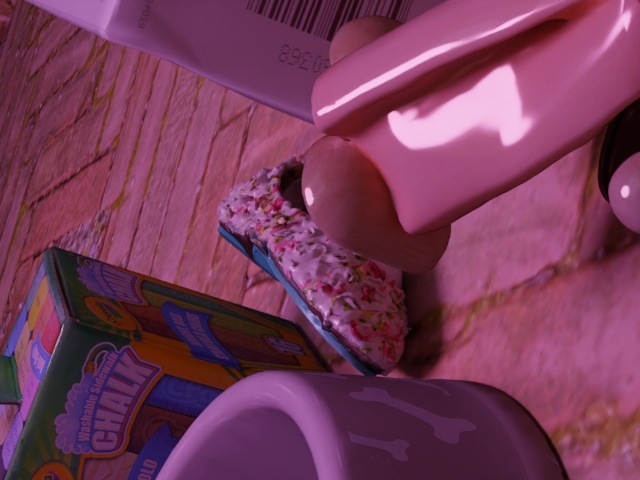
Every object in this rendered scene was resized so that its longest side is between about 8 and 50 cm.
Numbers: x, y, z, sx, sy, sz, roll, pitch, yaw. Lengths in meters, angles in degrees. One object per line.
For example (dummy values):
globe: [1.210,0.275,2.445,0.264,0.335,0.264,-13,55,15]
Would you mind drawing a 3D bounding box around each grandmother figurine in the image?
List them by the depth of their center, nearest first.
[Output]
grandmother figurine: [0.126,-0.094,0.525,0.342,0.104,0.208,-33,44,44]

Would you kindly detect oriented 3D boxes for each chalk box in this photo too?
chalk box: [-0.118,0.093,0.874,0.132,0.213,0.132,-66,21,12]

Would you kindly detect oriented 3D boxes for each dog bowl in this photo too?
dog bowl: [-0.020,0.217,0.685,0.349,0.102,0.349,-49,30,43]

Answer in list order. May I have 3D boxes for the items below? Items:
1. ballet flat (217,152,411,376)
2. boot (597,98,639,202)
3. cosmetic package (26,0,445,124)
ballet flat: [0.000,0.000,0.856,0.077,0.091,0.241,-47,26,-1]
boot: [0.154,-0.033,0.561,0.106,0.037,0.114,-62,27,21]
cosmetic package: [-0.048,-0.174,0.936,0.156,0.217,0.385,-69,23,7]
